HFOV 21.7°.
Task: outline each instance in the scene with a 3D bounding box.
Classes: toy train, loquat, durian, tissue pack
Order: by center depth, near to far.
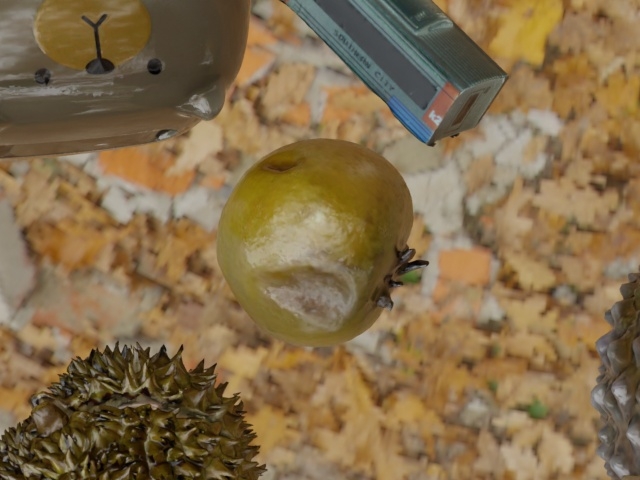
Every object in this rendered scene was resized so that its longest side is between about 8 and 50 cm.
[{"bbox_3d":[0.001,-0.254,1.522,0.409,0.086,0.089,48,128,18],"label":"toy train"},{"bbox_3d":[-0.186,0.287,1.581,0.347,0.348,0.384,-10,129,19],"label":"durian"},{"bbox_3d":[-0.003,0.005,1.664,0.213,0.213,0.213,6,123,9],"label":"loquat"},{"bbox_3d":[-0.272,-0.216,1.694,0.387,0.277,0.267,-6,166,-27],"label":"tissue pack"}]

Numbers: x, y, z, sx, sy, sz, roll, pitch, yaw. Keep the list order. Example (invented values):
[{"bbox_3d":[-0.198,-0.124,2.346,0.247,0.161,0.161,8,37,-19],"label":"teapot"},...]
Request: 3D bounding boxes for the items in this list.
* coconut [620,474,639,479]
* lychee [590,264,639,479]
[{"bbox_3d":[0.177,0.229,0.959,0.194,0.194,0.194,6,123,9],"label":"coconut"},{"bbox_3d":[0.420,0.160,1.373,0.380,0.380,0.432,-53,57,33],"label":"lychee"}]
